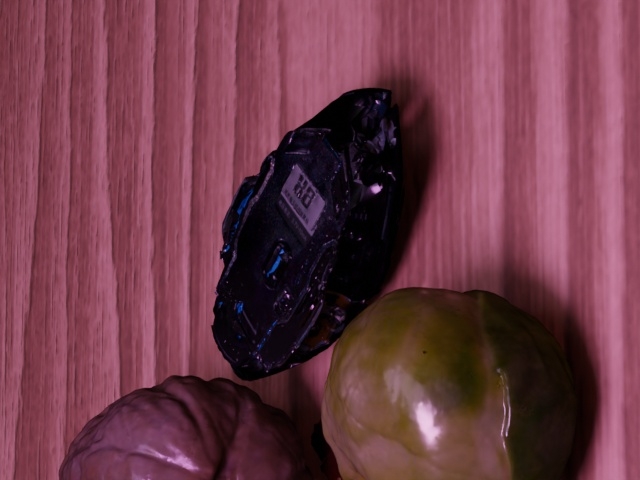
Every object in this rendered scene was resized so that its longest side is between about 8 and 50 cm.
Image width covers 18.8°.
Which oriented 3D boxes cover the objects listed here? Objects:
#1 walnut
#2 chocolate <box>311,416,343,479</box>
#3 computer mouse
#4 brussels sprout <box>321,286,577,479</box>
[{"bbox_3d":[-0.100,0.184,1.375,0.230,0.178,0.178,152,118,-61],"label":"walnut"},{"bbox_3d":[0.039,0.166,1.304,0.182,0.028,0.086,56,133,40],"label":"chocolate"},{"bbox_3d":[0.000,0.000,1.339,0.241,0.077,0.146,-60,42,27],"label":"computer mouse"},{"bbox_3d":[0.077,0.097,1.177,0.183,0.131,0.145,41,141,49],"label":"brussels sprout"}]
